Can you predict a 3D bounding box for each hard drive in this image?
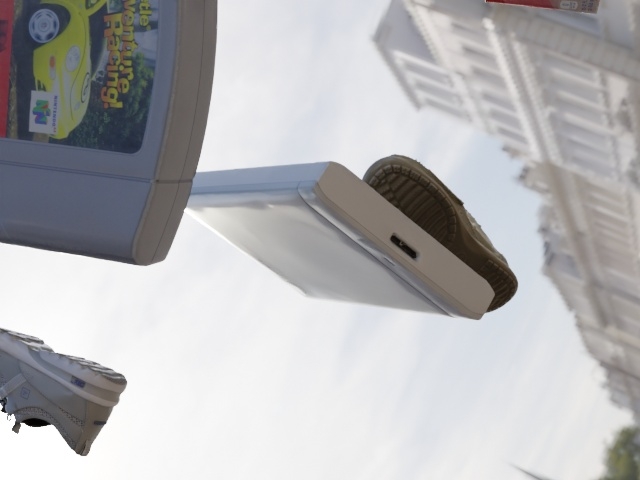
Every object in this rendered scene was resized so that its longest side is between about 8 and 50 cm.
[{"bbox_3d":[0.000,0.000,1.314,0.233,0.353,0.047,37,-106,-24],"label":"hard drive"}]

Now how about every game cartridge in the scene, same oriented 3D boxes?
[{"bbox_3d":[-0.165,-0.136,0.830,0.060,0.196,0.294,-10,-74,-67],"label":"game cartridge"}]

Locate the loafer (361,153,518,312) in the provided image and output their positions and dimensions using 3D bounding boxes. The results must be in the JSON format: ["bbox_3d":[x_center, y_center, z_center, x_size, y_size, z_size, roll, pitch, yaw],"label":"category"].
[{"bbox_3d":[0.138,-0.013,1.481,0.102,0.092,0.268,-38,-60,11],"label":"loafer"}]

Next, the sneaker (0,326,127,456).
[{"bbox_3d":[-0.369,0.174,1.460,0.105,0.281,0.115,27,-99,-56],"label":"sneaker"}]

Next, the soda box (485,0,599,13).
[{"bbox_3d":[0.167,-0.272,0.828,0.263,0.092,0.083,79,-158,-62],"label":"soda box"}]
